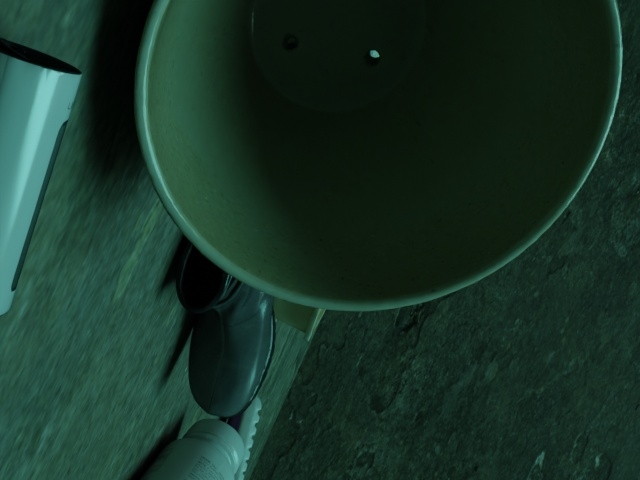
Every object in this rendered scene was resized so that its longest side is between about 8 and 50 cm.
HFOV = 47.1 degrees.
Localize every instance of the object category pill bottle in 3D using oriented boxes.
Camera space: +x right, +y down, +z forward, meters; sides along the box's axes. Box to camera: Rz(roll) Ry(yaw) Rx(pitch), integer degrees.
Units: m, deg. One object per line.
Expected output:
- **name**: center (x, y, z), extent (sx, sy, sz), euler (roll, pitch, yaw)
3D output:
- **pill bottle**: center (-0.204, 0.376, 1.111), extent (0.229, 0.131, 0.131), euler (-52, 164, -63)

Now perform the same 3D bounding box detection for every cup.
- **cup**: center (0.030, -0.145, 0.593), extent (0.237, 0.331, 0.331), euler (-103, -152, -57)

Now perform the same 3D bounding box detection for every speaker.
- **speaker**: center (-0.166, -0.032, 0.370), extent (0.055, 0.055, 0.136), euler (-37, 150, -75)

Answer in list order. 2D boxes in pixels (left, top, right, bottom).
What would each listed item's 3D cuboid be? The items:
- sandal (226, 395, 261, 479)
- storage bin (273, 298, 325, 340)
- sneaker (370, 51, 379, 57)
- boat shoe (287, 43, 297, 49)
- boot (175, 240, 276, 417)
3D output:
- **sandal**: center (-0.228, 0.504, 1.532), extent (0.169, 0.102, 0.416), euler (-52, -162, 46)
- **storage bin**: center (0.000, 0.000, 1.406), extent (0.260, 0.123, 0.262), euler (-58, 169, -47)
- **sneaker**: center (0.065, -0.292, 1.105), extent (0.208, 0.081, 0.094), euler (105, 9, -49)
- **boat shoe**: center (-0.003, -0.240, 0.773), extent (0.095, 0.079, 0.254), euler (-38, 152, -74)
- **boot**: center (-0.121, 0.070, 0.892), extent (0.223, 0.118, 0.338), euler (-4, 107, -79)
